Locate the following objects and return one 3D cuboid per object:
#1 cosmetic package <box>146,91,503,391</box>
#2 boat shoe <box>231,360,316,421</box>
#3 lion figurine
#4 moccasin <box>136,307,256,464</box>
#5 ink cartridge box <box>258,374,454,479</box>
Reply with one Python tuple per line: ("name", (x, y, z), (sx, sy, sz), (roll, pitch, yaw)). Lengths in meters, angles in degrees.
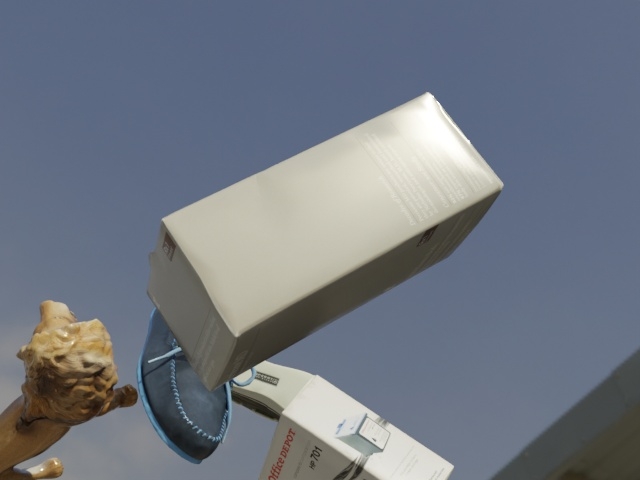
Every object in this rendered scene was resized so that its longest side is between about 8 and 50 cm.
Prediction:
("cosmetic package", (0.000, 0.000, 0.704), (0.107, 0.238, 0.127), (53, -24, 13))
("boat shoe", (-0.062, 0.230, 1.430), (0.219, 0.077, 0.070), (24, -34, 12))
("lion figurine", (-0.404, 0.256, 1.319), (0.142, 0.392, 0.240), (42, 8, 14))
("moccasin", (-0.167, 0.143, 1.274), (0.117, 0.342, 0.138), (-38, -58, 12))
("ink cartridge box", (0.037, 0.266, 1.103), (0.191, 0.082, 0.139), (31, -48, 14))
